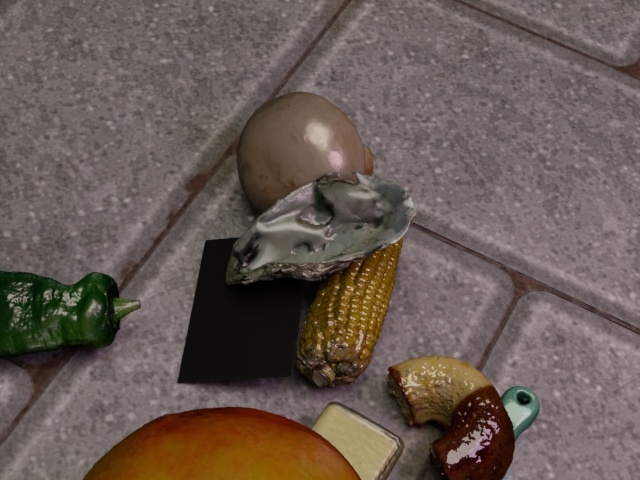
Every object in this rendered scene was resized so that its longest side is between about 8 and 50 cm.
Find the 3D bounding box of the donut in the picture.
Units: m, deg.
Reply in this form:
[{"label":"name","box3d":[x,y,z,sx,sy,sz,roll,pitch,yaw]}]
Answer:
[{"label":"donut","box3d":[0.175,0.227,1.573,0.141,0.085,0.217,-27,54,-9]}]

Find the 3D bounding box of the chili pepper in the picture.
[{"label":"chili pepper","box3d":[-0.378,0.096,1.616,0.271,0.099,0.136,0,45,-2]}]

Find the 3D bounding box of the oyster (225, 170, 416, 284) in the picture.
[{"label":"oyster","box3d":[-0.001,-0.001,1.637,0.199,0.087,0.252,36,84,28]}]

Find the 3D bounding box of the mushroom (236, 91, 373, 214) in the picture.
[{"label":"mushroom","box3d":[-0.013,-0.126,1.766,0.209,0.206,0.206,-33,64,-27]}]

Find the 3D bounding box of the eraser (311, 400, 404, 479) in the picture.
[{"label":"eraser","box3d":[0.019,0.303,1.535,0.117,0.058,0.172,27,55,14]}]

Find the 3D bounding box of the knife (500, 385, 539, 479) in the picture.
[{"label":"knife","box3d":[0.226,0.305,1.582,0.063,0.034,0.260,26,60,11]}]

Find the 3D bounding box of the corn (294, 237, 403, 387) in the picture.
[{"label":"corn","box3d":[0.049,0.072,1.681,0.115,0.115,0.317,16,53,5]}]

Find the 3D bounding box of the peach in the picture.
[{"label":"peach","box3d":[-0.103,0.363,1.334,0.373,0.290,0.372,4,58,-7]}]

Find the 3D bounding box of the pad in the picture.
[{"label":"pad","box3d":[-0.102,0.090,1.675,0.170,0.006,0.245,-6,51,16]}]
